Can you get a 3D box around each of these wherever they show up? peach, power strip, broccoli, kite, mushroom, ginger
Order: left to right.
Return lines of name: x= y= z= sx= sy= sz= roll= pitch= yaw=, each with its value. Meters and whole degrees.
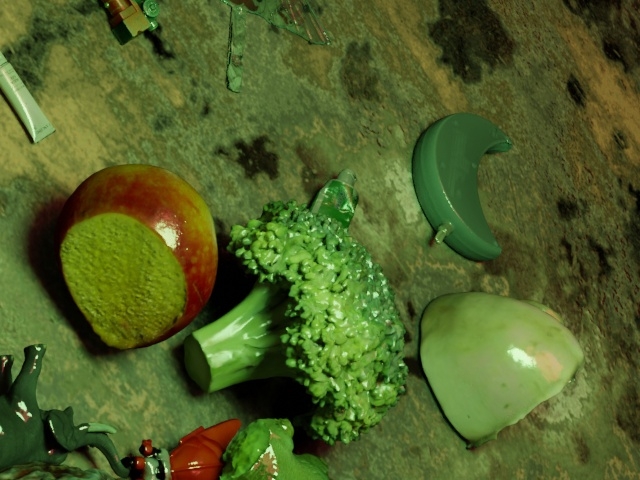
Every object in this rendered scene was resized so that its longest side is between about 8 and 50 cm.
peach: x=-0.205 y=0.018 z=1.851 sx=0.190 sy=0.190 sz=0.192 roll=26 pitch=54 yaw=-34
kite: x=-0.106 y=-0.333 z=2.260 sx=0.335 sy=0.011 sz=0.314 roll=20 pitch=57 yaw=-37
ginger: x=-0.020 y=0.325 z=1.910 sx=0.290 sy=0.089 sz=0.137 roll=66 pitch=31 yaw=-20
broccoli: x=-0.013 y=0.095 z=1.963 sx=0.260 sy=0.235 sz=0.288 roll=-10 pitch=65 yaw=-49
power strip: x=0.203 y=-0.081 z=2.409 sx=0.167 sy=0.054 sz=0.253 roll=34 pitch=49 yaw=-26
mushroom: x=0.252 y=0.128 z=2.267 sx=0.173 sy=0.162 sz=0.236 roll=53 pitch=40 yaw=-13

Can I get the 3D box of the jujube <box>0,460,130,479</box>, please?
jujube: x=-0.215 y=0.343 z=1.651 sx=0.317 sy=0.226 sz=0.226 roll=28 pitch=52 yaw=-36

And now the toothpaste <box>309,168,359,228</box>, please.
toothpaste: x=0.000 y=0.000 z=2.171 sx=0.078 sy=0.047 sz=0.248 roll=40 pitch=49 yaw=-21

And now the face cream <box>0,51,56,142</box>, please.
face cream: x=-0.346 y=-0.165 z=1.924 sx=0.115 sy=0.020 sz=0.038 roll=58 pitch=41 yaw=-9

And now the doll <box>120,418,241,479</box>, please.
doll: x=-0.146 y=0.257 z=1.875 sx=0.169 sy=0.057 sz=0.109 roll=3 pitch=72 yaw=-47

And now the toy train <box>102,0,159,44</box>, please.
toy train: x=-0.246 y=-0.299 z=2.080 sx=0.064 sy=0.044 sz=0.103 roll=-38 pitch=98 yaw=-38

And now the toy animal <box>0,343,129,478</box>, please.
toy animal: x=-0.311 y=0.178 z=1.738 sx=0.269 sy=0.082 sz=0.137 roll=10 pitch=65 yaw=-46
